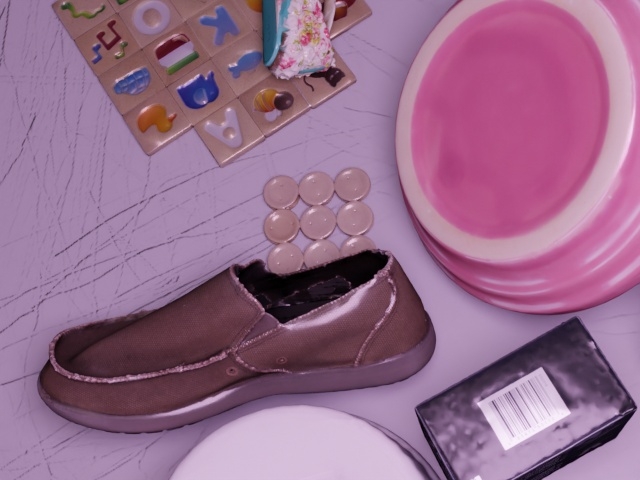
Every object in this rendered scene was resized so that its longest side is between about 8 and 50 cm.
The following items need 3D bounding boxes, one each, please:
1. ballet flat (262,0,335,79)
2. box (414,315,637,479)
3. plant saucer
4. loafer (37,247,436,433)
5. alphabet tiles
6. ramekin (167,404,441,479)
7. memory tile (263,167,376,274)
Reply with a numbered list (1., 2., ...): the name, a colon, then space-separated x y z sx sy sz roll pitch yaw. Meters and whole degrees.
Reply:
1. ballet flat: -0.023 -0.277 1.168 0.077 0.091 0.241 5 73 -21
2. box: 0.171 0.156 0.943 0.156 0.158 0.093 -29 70 -2
3. plant saucer: 0.185 -0.102 0.976 0.332 0.084 0.332 -6 81 44
4. loafer: -0.082 0.072 1.011 0.366 0.130 0.134 -11 29 -3
5. alphabet tiles: -0.123 -0.253 1.214 0.285 0.011 0.342 -33 69 -4
6. ramekin: -0.016 0.272 0.946 0.277 0.135 0.277 -3 70 9
7. memory tile: 0.000 0.000 1.104 0.113 0.012 0.148 -7 71 7
